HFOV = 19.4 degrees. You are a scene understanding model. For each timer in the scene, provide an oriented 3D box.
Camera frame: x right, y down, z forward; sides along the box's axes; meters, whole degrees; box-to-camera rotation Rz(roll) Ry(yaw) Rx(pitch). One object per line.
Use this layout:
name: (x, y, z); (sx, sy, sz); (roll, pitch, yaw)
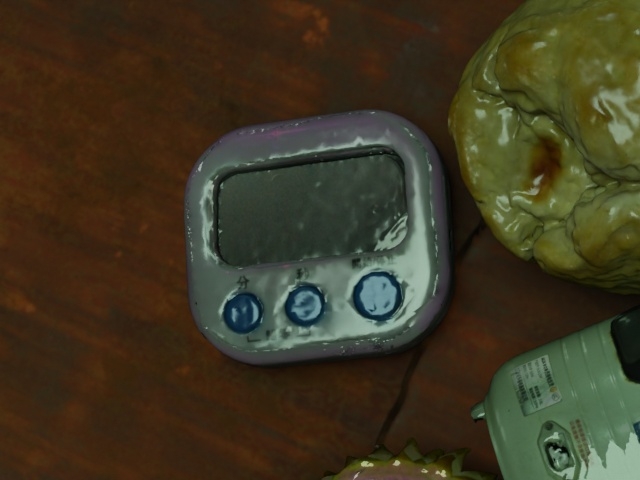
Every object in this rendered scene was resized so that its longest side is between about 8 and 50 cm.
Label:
timer: (0.000, 0.000, 1.445); (0.209, 0.069, 0.190); (-7, 77, 15)

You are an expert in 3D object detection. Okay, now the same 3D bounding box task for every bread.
bread: (0.197, -0.071, 1.325); (0.244, 0.134, 0.244); (21, 123, 37)

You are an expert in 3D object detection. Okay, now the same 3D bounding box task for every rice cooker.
rice cooker: (0.243, 0.142, 1.273); (0.244, 0.226, 0.226); (-22, 74, 14)

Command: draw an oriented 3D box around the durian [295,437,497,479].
durian: (-0.001, 0.285, 1.371); (0.191, 0.112, 0.341); (29, 79, 28)
